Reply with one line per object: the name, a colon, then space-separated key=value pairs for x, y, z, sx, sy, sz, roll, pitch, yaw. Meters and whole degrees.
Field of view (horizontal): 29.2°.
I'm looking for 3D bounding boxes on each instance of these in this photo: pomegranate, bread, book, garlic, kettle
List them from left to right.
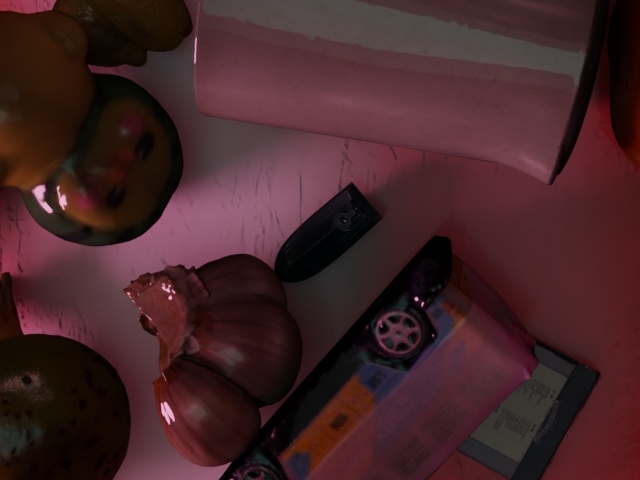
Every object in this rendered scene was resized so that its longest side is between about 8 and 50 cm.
pomegranate: x=-0.325 y=0.171 z=1.368 sx=0.231 sy=0.231 sz=0.286 roll=-3 pitch=77 yaw=10
bread: x=-0.230 y=-0.241 z=1.312 sx=0.149 sy=0.188 sz=0.065 roll=-15 pitch=56 yaw=20
garlic: x=-0.095 y=0.123 z=1.316 sx=0.160 sy=0.191 sz=0.214 roll=-35 pitch=54 yaw=15
kettle: x=0.097 y=-0.259 z=1.241 sx=0.376 sy=0.250 sz=0.361 roll=13 pitch=71 yaw=5
book: x=0.173 y=0.159 z=1.369 sx=0.231 sy=0.026 sz=0.157 roll=28 pitch=104 yaw=5

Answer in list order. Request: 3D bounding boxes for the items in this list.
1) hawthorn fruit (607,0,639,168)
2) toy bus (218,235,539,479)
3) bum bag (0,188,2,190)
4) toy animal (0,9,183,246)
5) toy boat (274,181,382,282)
hawthorn fruit: x=0.411 y=-0.178 z=1.160 sx=0.275 sy=0.300 sz=0.275 roll=1 pitch=80 yaw=-7
toy bus: x=0.055 y=0.192 z=1.301 sx=0.162 sy=0.171 sz=0.386 roll=41 pitch=106 yaw=-1
bum bag: x=-0.431 y=-0.072 z=1.409 sx=0.137 sy=0.074 sz=0.310 roll=37 pitch=88 yaw=1
toy animal: x=-0.303 y=-0.128 z=1.299 sx=0.338 sy=0.191 sz=0.216 roll=34 pitch=81 yaw=-29
toy boat: x=0.000 y=0.000 z=1.360 sx=0.141 sy=0.060 sz=0.055 roll=-41 pitch=89 yaw=19
